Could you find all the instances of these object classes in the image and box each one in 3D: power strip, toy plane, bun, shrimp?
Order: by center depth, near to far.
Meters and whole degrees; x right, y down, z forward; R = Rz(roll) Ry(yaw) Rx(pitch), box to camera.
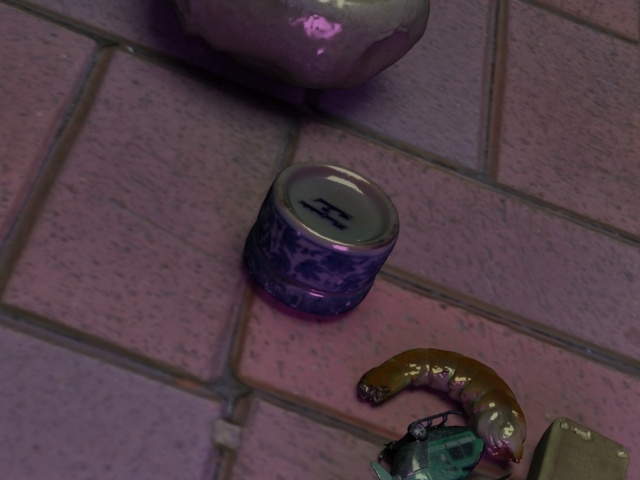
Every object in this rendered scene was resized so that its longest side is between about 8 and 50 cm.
[{"bbox_3d":[0.094,0.229,1.542,0.235,0.060,0.096,-11,64,-43],"label":"toy plane"},{"bbox_3d":[0.237,0.291,1.547,0.093,0.053,0.288,28,38,0],"label":"power strip"},{"bbox_3d":[0.126,0.170,1.634,0.166,0.049,0.161,-1,42,-28],"label":"shrimp"},{"bbox_3d":[-0.037,-0.307,1.975,0.355,0.194,0.354,16,36,-12],"label":"bun"}]

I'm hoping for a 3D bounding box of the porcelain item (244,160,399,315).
[{"bbox_3d":[0.000,0.000,1.702,0.147,0.114,0.147,16,37,-13],"label":"porcelain item"}]
